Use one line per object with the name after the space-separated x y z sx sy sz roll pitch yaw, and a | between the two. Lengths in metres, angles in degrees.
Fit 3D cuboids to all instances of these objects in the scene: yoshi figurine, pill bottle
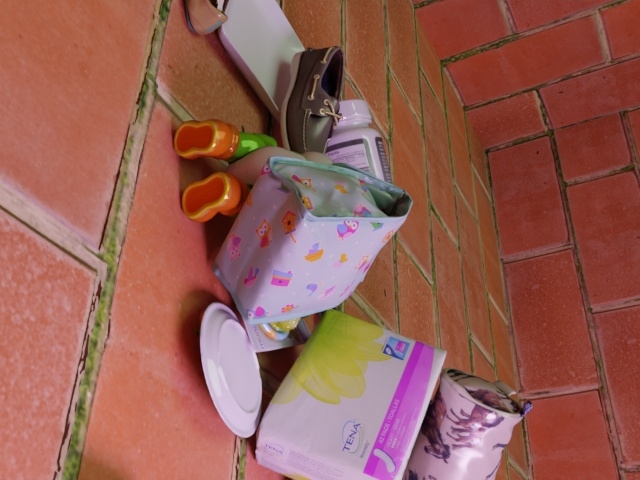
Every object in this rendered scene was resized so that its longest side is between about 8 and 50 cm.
-0.095 -0.092 1.241 0.362 0.203 0.203 6 29 -51 | yoshi figurine
0.068 -0.149 1.590 0.161 0.161 0.283 -2 78 -67 | pill bottle

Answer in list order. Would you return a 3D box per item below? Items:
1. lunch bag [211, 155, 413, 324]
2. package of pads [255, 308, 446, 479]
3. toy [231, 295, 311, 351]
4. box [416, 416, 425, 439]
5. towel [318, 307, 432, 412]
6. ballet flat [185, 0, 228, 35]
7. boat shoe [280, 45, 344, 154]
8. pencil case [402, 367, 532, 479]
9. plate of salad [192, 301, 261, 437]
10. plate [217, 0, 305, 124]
0.000 0.000 1.128 0.262 0.223 0.160 -1 42 -43 | lunch bag
0.049 0.259 1.164 0.296 0.229 0.101 -59 163 -46 | package of pads
-0.066 0.107 1.223 0.136 0.056 0.237 65 15 13 | toy
0.139 0.358 1.419 0.153 0.108 0.207 35 -10 44 | box
0.156 0.276 1.485 0.271 0.040 0.370 39 -5 41 | towel
-0.206 -0.473 1.275 0.080 0.073 0.232 1 75 -67 | ballet flat
-0.007 -0.268 1.462 0.116 0.097 0.324 53 33 -45 | boat shoe
0.231 0.439 1.312 0.184 0.160 0.410 13 100 -36 | pencil case
-0.136 0.189 1.065 0.200 0.048 0.199 -17 90 -78 | plate of salad
-0.119 -0.392 1.460 0.277 0.045 0.277 51 33 -42 | plate
